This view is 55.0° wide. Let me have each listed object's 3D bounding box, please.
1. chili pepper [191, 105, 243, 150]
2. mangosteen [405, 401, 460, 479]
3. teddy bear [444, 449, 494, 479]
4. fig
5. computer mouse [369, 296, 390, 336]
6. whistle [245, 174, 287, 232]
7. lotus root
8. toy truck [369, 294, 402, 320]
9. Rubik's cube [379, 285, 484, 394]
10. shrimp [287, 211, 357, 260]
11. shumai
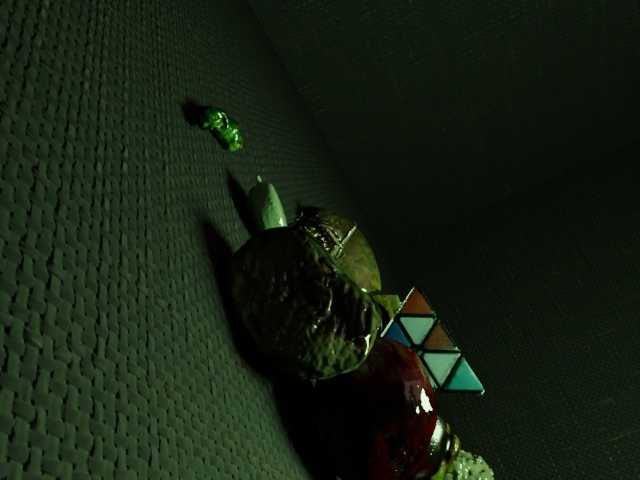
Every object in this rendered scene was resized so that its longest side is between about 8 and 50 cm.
[{"bbox_3d":[-0.196,-0.220,1.163,0.182,0.050,0.073,12,61,-75],"label":"chili pepper"},{"bbox_3d":[0.209,0.431,1.311,0.231,0.194,0.194,36,14,-6],"label":"mangosteen"},{"bbox_3d":[0.325,0.685,1.463,0.357,0.225,0.367,48,35,-66],"label":"teddy bear"},{"bbox_3d":[0.088,0.270,1.007,0.263,0.224,0.224,-86,153,-42],"label":"fig"},{"bbox_3d":[0.082,0.195,1.406,0.233,0.137,0.096,40,26,-57],"label":"computer mouse"},{"bbox_3d":[-0.087,-0.003,1.190,0.126,0.067,0.257,-172,-118,-87],"label":"whistle"},{"bbox_3d":[0.055,0.022,1.656,0.210,0.142,0.314,47,20,-59],"label":"lotus root"},{"bbox_3d":[0.157,0.268,1.564,0.127,0.127,0.257,57,28,-60],"label":"toy truck"},{"bbox_3d":[0.157,0.297,1.391,0.284,0.234,0.250,63,-28,25],"label":"Rubik's cube"},{"bbox_3d":[-0.006,0.005,1.283,0.343,0.145,0.116,-82,-177,-88],"label":"shrimp"},{"bbox_3d":[-0.034,0.114,0.975,0.255,0.189,0.218,52,-12,15],"label":"shumai"}]
